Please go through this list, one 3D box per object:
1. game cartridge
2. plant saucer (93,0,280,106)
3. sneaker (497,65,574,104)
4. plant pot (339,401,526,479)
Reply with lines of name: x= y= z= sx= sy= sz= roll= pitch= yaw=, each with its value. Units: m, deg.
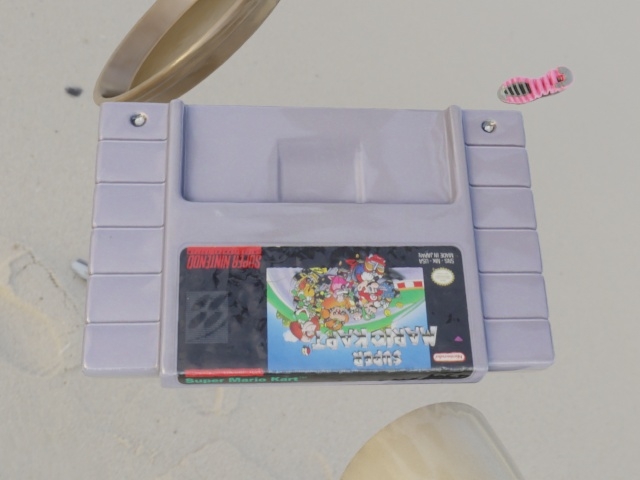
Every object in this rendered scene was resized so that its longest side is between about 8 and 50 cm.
game cartridge: x=0.000 y=0.000 z=0.577 sx=0.355 sy=0.068 sz=0.230 roll=0 pitch=67 yaw=-6
plant saucer: x=-0.128 y=-0.232 z=0.757 sx=0.041 sy=0.278 sz=0.278 roll=45 pitch=35 yaw=-32
sneaker: x=0.346 y=-0.244 z=1.170 sx=0.057 sy=0.119 sz=0.047 roll=22 pitch=58 yaw=-79
plant pot: x=0.191 y=0.389 z=0.907 sx=0.256 sy=0.256 sz=0.274 roll=7 pitch=24 yaw=-32
